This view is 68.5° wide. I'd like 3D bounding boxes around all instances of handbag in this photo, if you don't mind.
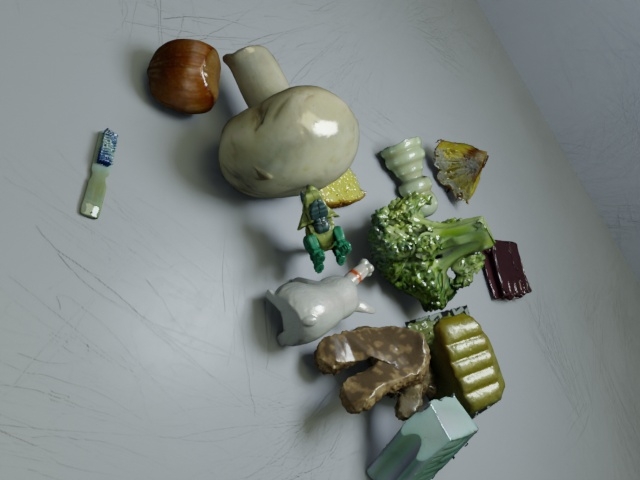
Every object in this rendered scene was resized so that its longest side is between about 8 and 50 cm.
[{"bbox_3d":[0.662,0.108,1.693,0.203,0.074,0.216,0,73,-43],"label":"handbag"}]

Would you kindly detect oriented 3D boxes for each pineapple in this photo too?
[{"bbox_3d":[0.480,-0.246,1.601,0.236,0.186,0.114,53,46,-20],"label":"pineapple"}]

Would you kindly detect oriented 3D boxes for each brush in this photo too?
[{"bbox_3d":[-0.393,-0.124,0.845,0.033,0.030,0.178,27,54,-44],"label":"brush"}]

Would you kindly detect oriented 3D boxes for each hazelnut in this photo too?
[{"bbox_3d":[-0.280,-0.342,0.975,0.150,0.150,0.150,19,59,-36],"label":"hazelnut"}]

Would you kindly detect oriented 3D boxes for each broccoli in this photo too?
[{"bbox_3d":[0.289,0.020,1.258,0.277,0.318,0.338,-81,167,-46],"label":"broccoli"}]

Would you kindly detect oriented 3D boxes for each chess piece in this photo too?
[{"bbox_3d":[0.284,-0.185,1.449,0.133,0.133,0.243,-24,96,-46],"label":"chess piece"}]

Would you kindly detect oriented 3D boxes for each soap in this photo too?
[{"bbox_3d":[0.221,0.446,1.011,0.145,0.230,0.091,5,35,-42],"label":"soap"}]

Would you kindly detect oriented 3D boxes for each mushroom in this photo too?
[{"bbox_3d":[-0.084,-0.261,1.011,0.314,0.314,0.336,-19,85,-46],"label":"mushroom"}]

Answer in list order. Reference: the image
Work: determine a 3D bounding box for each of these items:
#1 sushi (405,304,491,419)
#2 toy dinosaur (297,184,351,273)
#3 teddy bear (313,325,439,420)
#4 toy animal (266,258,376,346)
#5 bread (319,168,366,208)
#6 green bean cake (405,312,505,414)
[{"bbox_3d":[0.414,0.354,1.350,0.340,0.069,0.319,-3,74,-44],"label":"sushi"},{"bbox_3d":[0.000,0.000,1.017,0.094,0.259,0.153,-16,62,-9],"label":"toy dinosaur"},{"bbox_3d":[0.134,0.296,1.066,0.296,0.222,0.246,-18,49,-24],"label":"teddy bear"},{"bbox_3d":[0.012,0.136,1.037,0.282,0.138,0.140,-18,92,-53],"label":"toy animal"},{"bbox_3d":[0.037,-0.136,1.226,0.187,0.065,0.103,-17,82,-44],"label":"bread"},{"bbox_3d":[0.327,0.292,1.163,0.124,0.236,0.232,-17,82,-14],"label":"green bean cake"}]
